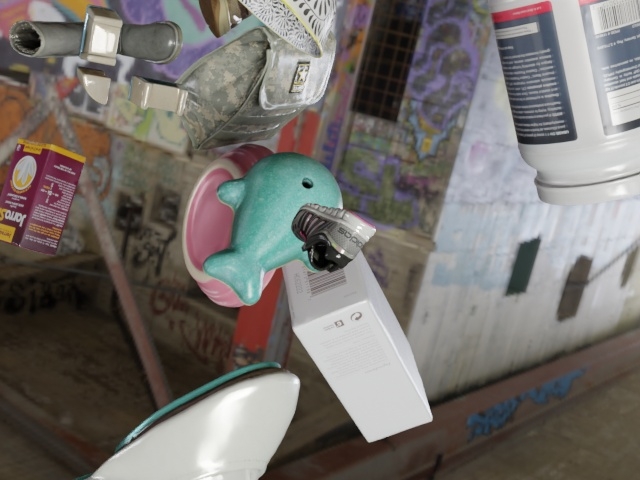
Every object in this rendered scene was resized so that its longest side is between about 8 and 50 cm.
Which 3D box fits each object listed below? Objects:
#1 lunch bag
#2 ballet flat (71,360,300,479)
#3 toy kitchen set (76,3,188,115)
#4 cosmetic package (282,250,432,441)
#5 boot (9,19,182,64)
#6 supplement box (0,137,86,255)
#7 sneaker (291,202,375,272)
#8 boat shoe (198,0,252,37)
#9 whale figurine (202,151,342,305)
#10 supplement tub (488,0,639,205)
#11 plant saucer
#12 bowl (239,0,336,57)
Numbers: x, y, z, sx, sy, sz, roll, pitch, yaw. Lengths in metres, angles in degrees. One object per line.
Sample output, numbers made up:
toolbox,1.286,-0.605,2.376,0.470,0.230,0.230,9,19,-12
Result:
lunch bag,-0.117,-0.317,1.768,0.235,0.287,0.169,-20,-103,-56
ballet flat,-0.164,0.253,0.827,0.139,0.400,0.139,47,-157,-27
toy kitchen set,-0.277,-0.313,1.364,0.166,0.207,0.122,6,-162,-27
cosmetic package,0.080,0.206,1.902,0.161,0.453,0.230,-22,-137,8
boot,-0.348,-0.316,1.397,0.190,0.076,0.208,5,-175,39
supplement box,-0.506,-0.078,1.595,0.104,0.188,0.081,12,174,37
sneaker,0.000,0.000,1.126,0.063,0.075,0.170,40,165,-25
boat shoe,-0.163,-0.513,1.713,0.123,0.123,0.342,-24,165,-14
whale figurine,-0.070,-0.029,1.423,0.216,0.141,0.272,40,-124,-4
supplement tub,0.320,-0.196,1.083,0.191,0.272,0.191,-14,-167,3
plant saucer,-0.184,-0.035,1.787,0.084,0.332,0.332,12,-169,-35
bowl,-0.038,-0.282,0.956,0.170,0.080,0.170,40,179,1
